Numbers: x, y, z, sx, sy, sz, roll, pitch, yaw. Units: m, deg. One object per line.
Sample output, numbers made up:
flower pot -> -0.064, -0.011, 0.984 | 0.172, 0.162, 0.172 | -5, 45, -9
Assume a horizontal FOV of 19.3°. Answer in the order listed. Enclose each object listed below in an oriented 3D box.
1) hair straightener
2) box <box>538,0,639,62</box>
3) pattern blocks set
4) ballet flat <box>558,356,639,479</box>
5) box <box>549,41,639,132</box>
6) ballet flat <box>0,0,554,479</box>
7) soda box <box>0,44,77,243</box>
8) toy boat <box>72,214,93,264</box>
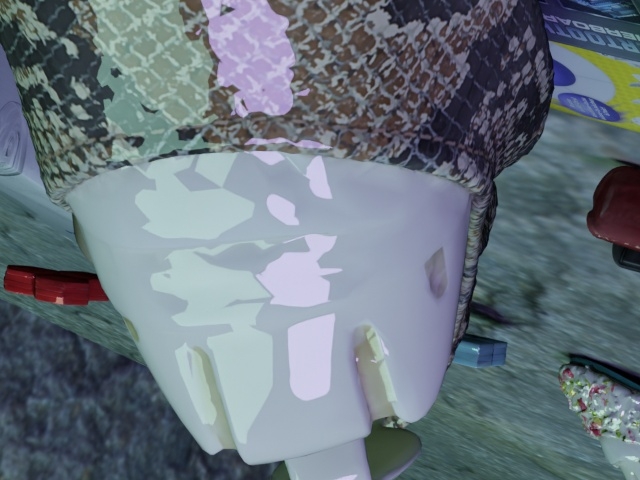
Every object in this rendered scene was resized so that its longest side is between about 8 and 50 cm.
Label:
hair straightener -> 0.245, 0.019, 0.896 | 0.230, 0.047, 0.089 | 13, 164, 29
box -> 0.070, -0.118, 0.581 | 0.232, 0.059, 0.183 | 18, 168, 30
pattern blocks set -> -0.043, 0.059, 1.383 | 0.324, 0.026, 0.285 | 12, -174, 42
ballet flat -> 0.273, 0.166, 1.364 | 0.241, 0.077, 0.091 | 25, 169, -1
box -> 0.082, -0.087, 0.733 | 0.179, 0.043, 0.105 | 21, 171, 29
ballet flat -> 0.000, 0.000, 0.656 | 0.164, 0.182, 0.483 | -1, 168, 7
soda box -> -0.149, -0.053, 1.224 | 0.098, 0.091, 0.286 | 13, 163, 43
toy boat -> -0.054, -0.066, 0.946 | 0.151, 0.151, 0.231 | -5, 171, -7
